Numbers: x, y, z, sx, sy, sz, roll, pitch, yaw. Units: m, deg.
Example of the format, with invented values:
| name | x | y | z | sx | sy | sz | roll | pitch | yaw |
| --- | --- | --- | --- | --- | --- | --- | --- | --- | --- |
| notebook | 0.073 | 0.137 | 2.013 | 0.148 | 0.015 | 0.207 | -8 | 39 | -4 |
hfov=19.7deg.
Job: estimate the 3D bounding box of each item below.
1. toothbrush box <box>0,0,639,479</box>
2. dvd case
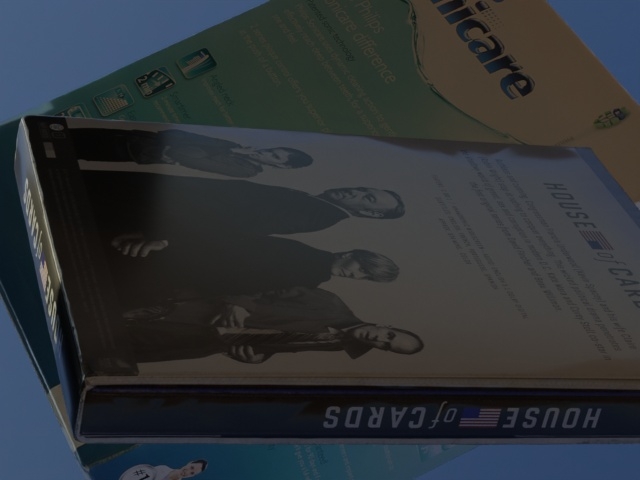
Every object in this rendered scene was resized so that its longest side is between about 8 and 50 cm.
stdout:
| name | x | y | z | sx | sy | sz | roll | pitch | yaw |
| --- | --- | --- | --- | --- | --- | --- | --- | --- | --- |
| toothbrush box | 0.000 | 0.000 | 0.877 | 0.296 | 0.126 | 0.216 | -27 | -130 | -9 |
| dvd case | 0.019 | 0.011 | 0.662 | 0.239 | 0.029 | 0.179 | 3 | -151 | -18 |
